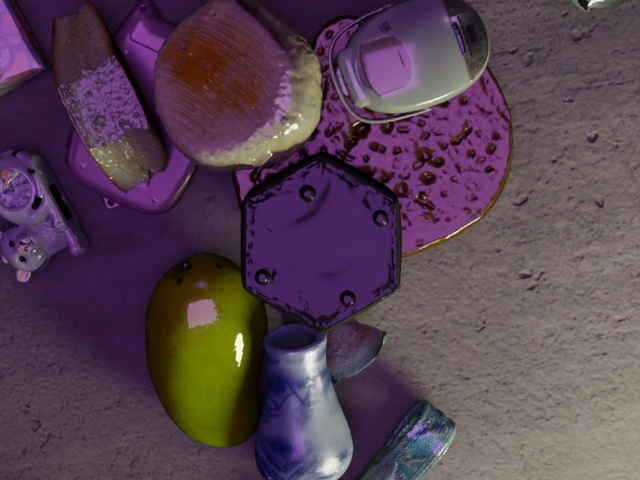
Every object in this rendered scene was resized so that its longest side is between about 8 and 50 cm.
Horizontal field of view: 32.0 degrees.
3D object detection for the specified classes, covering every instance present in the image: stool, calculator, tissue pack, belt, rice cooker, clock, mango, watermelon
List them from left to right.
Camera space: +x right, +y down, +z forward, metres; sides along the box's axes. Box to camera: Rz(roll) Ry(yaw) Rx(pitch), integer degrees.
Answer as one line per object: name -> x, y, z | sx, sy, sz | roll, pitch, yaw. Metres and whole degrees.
tissue pack -> -0.453, -0.277, 1.533 | 0.109, 0.060, 0.148 | -26, 100, 4
clock -> -0.419, -0.038, 1.566 | 0.117, 0.080, 0.176 | -26, 101, 5
calculator -> -0.241, -0.175, 1.559 | 0.194, 0.043, 0.294 | 25, 101, -5
mango -> -0.157, 0.159, 1.573 | 0.175, 0.143, 0.293 | -7, 110, -6
stool -> 0.000, 0.000, 1.459 | 0.232, 0.141, 0.232 | 0, 96, 2
watermelon -> 0.033, 0.144, 1.590 | 0.180, 0.081, 0.094 | -12, 125, 38
belt -> 0.085, 0.366, 1.629 | 0.072, 0.087, 0.302 | 35, 99, -9
rice cooker -> 0.116, -0.236, 1.442 | 0.206, 0.127, 0.145 | -20, 94, 6

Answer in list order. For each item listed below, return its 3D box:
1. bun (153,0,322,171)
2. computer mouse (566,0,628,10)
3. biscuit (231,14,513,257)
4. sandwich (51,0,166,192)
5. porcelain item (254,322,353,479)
bun -> -0.091, -0.201, 1.441 | 0.244, 0.153, 0.244 | 0, 90, 32
computer mouse -> 0.300, -0.468, 1.468 | 0.203, 0.114, 0.374 | -34, 91, 9
biscuit -> 0.067, -0.138, 1.550 | 0.394, 0.070, 0.350 | -12, 96, 3
sandwich -> -0.287, -0.188, 1.495 | 0.094, 0.096, 0.258 | -24, 104, 3
porcelain item -> -0.027, 0.250, 1.574 | 0.141, 0.141, 0.259 | -3, 110, 1
